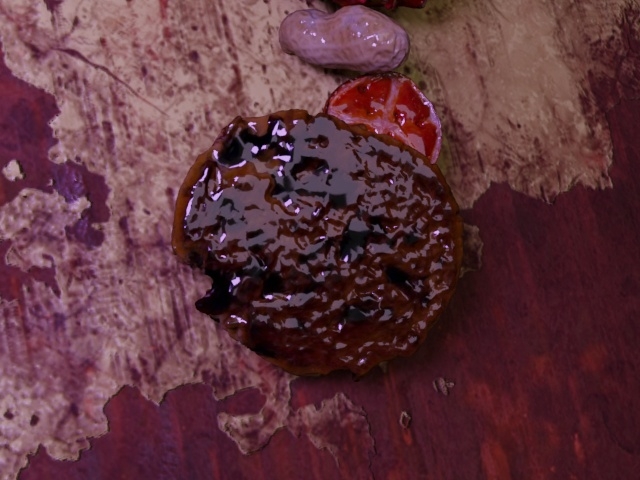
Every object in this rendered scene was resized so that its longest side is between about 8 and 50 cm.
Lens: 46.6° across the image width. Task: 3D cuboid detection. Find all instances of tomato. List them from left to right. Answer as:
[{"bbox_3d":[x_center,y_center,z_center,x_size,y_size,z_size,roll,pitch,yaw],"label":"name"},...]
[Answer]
[{"bbox_3d":[0.073,-0.131,0.935,0.155,0.069,0.156,4,74,-14],"label":"tomato"}]

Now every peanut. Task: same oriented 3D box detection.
[{"bbox_3d":[0.028,-0.251,0.914,0.174,0.080,0.080,12,70,22],"label":"peanut"}]

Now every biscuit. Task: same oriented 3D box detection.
[{"bbox_3d":[-0.002,0.004,0.849,0.334,0.081,0.290,26,89,-10],"label":"biscuit"}]

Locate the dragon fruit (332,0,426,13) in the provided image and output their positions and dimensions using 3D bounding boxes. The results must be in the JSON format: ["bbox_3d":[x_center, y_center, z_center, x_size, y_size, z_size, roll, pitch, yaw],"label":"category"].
[{"bbox_3d":[0.036,-0.387,0.911,0.268,0.210,0.205,-9,50,-20],"label":"dragon fruit"}]
